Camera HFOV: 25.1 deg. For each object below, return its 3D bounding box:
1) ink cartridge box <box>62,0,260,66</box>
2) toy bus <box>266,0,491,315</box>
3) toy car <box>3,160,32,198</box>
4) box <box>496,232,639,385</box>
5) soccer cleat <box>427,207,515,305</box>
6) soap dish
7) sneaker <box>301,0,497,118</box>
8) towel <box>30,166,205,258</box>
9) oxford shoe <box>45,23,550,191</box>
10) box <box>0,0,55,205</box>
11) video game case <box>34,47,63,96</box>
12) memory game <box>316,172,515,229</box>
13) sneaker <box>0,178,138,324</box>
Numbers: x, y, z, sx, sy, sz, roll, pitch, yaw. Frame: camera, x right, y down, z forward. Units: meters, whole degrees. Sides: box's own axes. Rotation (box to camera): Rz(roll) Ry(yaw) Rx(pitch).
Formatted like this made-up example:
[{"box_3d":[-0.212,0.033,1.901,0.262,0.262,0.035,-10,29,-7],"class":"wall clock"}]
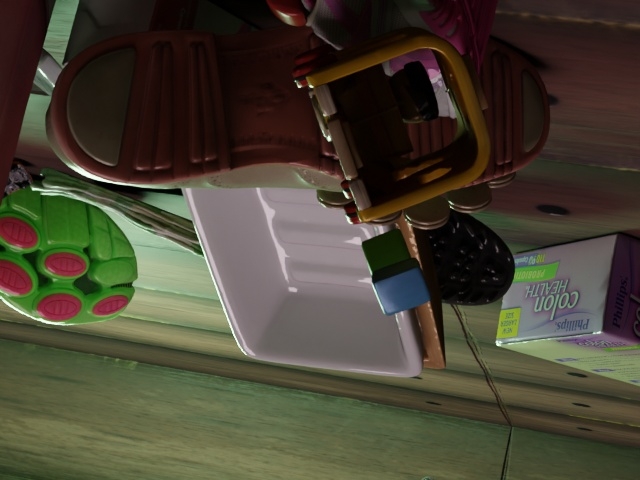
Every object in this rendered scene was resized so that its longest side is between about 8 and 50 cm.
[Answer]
[{"box_3d":[-0.101,-0.145,1.216,0.115,0.067,0.198,-3,160,45],"class":"ink cartridge box"},{"box_3d":[0.048,-0.080,0.877,0.104,0.202,0.191,-20,146,3],"class":"toy bus"},{"box_3d":[-0.416,-0.102,1.782,0.122,0.060,0.040,41,-163,-32],"class":"toy car"},{"box_3d":[0.371,0.090,1.691,0.243,0.117,0.213,16,166,-23],"class":"box"},{"box_3d":[0.063,-0.006,1.623,0.318,0.108,0.116,14,-178,-8],"class":"soccer cleat"},{"box_3d":[0.000,0.000,1.418,0.229,0.118,0.291,5,136,22],"class":"soap dish"},{"box_3d":[0.049,-0.165,0.962,0.111,0.103,0.252,8,158,22],"class":"sneaker"},{"box_3d":[-0.158,-0.007,1.702,0.325,0.038,0.248,21,180,10],"class":"towel"},{"box_3d":[-0.017,-0.104,1.116,0.397,0.140,0.146,2,178,-19],"class":"oxford shoe"},{"box_3d":[-0.292,-0.133,1.067,0.149,0.232,0.127,13,167,-6],"class":"box"},{"box_3d":[-0.263,-0.166,1.237,0.143,0.019,0.157,38,173,15],"class":"video game case"},{"box_3d":[0.071,-0.071,1.183,0.186,0.186,0.012,8,132,14],"class":"memory game"},{"box_3d":[-0.471,-0.021,1.918,0.483,0.185,0.202,19,-177,-17],"class":"sneaker"}]
